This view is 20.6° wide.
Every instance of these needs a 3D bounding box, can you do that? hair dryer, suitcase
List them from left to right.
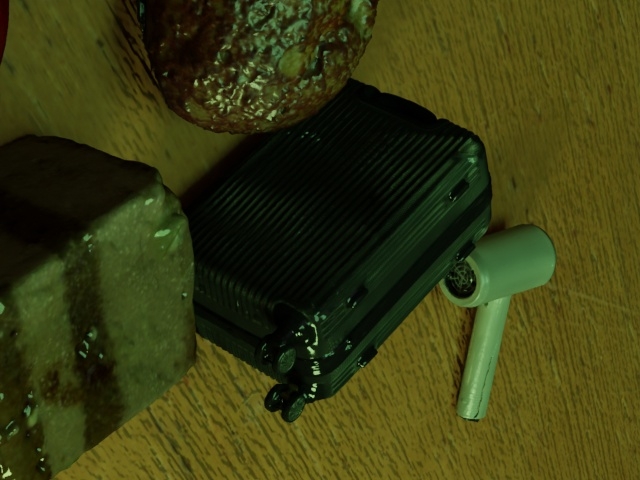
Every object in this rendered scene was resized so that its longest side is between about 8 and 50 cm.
[{"bbox_3d":[0.000,0.000,1.577,0.312,0.202,0.128,-46,147,-28],"label":"suitcase"},{"bbox_3d":[0.175,0.101,1.953,0.131,0.073,0.236,-16,127,-44],"label":"hair dryer"}]

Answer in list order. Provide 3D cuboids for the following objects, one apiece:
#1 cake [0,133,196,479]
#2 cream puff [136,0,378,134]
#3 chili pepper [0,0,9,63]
[{"bbox_3d":[-0.208,0.044,1.354,0.293,0.198,0.196,-32,127,-39],"label":"cake"},{"bbox_3d":[-0.043,-0.203,1.470,0.240,0.164,0.240,-16,113,-42],"label":"cream puff"},{"bbox_3d":[-0.281,-0.160,1.221,0.131,0.134,0.338,26,81,-52],"label":"chili pepper"}]
